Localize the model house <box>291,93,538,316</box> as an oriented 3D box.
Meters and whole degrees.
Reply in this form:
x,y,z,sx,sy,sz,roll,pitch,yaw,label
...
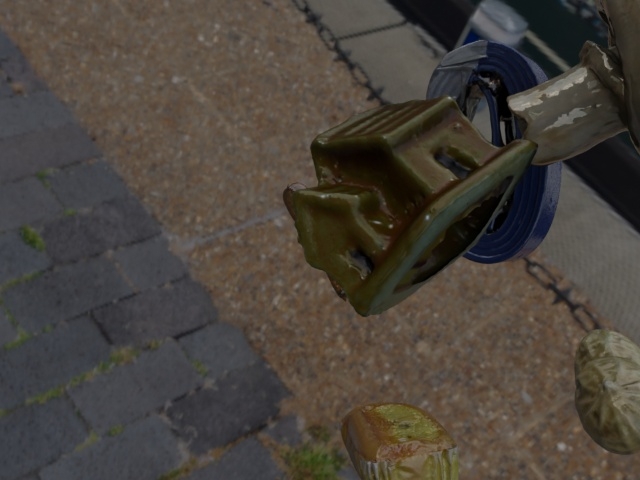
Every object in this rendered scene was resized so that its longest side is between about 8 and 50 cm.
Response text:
x,y,z,sx,sy,sz,roll,pitch,yaw,label
0.081,-0.069,1.084,0.268,0.173,0.239,-33,63,-28,model house

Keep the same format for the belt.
x,y,z,sx,sy,sz,roll,pitch,yaw,label
0.272,-0.137,1.411,0.213,0.346,0.117,-2,0,28,belt

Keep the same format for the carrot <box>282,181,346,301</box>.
x,y,z,sx,sy,sz,roll,pitch,yaw,label
0.000,0.000,1.659,0.059,0.059,0.247,-23,83,-38,carrot

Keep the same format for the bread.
x,y,z,sx,sy,sz,roll,pitch,yaw,label
0.121,0.334,1.389,0.153,0.288,0.119,-7,92,-5,bread

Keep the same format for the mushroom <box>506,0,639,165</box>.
x,y,z,sx,sy,sz,roll,pitch,yaw,label
0.374,-0.207,1.095,0.290,0.292,0.292,-15,41,20,mushroom

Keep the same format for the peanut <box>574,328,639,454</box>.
x,y,z,sx,sy,sz,roll,pitch,yaw,label
0.499,0.250,1.501,0.153,0.140,0.325,41,20,-8,peanut
